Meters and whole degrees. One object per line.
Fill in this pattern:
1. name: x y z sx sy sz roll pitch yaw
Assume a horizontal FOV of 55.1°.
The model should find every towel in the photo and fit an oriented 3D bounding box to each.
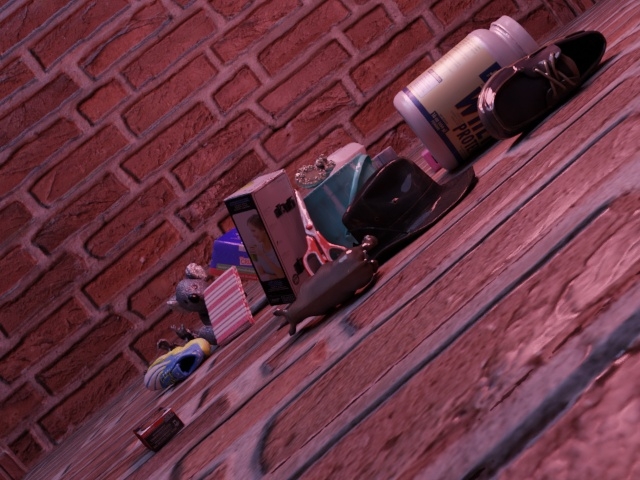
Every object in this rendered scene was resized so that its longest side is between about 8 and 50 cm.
1. towel: -0.270 0.192 1.789 0.144 0.197 0.029 -38 -33 24

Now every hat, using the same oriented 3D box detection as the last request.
1. hat: 0.139 -0.076 1.212 0.331 0.134 0.331 -39 3 2

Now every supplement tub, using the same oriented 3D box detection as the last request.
1. supplement tub: 0.366 -0.352 1.479 0.324 0.235 0.235 -39 4 12

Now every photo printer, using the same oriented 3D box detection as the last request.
1. photo printer: 0.089 -0.180 2.089 0.107 0.256 0.307 -4 19 20

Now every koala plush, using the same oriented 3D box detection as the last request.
1. koala plush: -0.365 0.194 1.950 0.196 0.221 0.203 -64 -1 3

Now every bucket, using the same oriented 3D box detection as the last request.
1. bucket: 0.071 -0.088 1.615 0.281 0.183 0.281 -39 4 3

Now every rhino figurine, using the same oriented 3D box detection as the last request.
1. rhino figurine: 0.003 0.089 1.052 0.243 0.073 0.106 -39 0 26

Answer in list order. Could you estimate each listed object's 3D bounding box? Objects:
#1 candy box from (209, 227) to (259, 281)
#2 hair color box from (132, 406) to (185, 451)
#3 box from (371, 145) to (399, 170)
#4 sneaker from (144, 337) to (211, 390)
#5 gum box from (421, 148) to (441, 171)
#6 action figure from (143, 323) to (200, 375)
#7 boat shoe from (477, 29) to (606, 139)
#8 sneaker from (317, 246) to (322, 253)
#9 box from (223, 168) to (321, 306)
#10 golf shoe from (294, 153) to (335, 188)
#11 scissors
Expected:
1. candy box: -0.195 0.048 2.020 0.317 0.268 0.122 -62 -20 -82
2. hair color box: -0.306 0.353 1.153 0.072 0.043 0.141 -40 4 -27
3. box: 0.214 -0.195 1.790 0.038 0.145 0.186 -38 4 -4
4. sneaker: -0.436 0.376 1.803 0.240 0.091 0.126 -38 4 8
5. gum box: 0.360 -0.265 1.815 0.107 0.062 0.188 -39 4 14
6. action figure: -0.464 0.350 2.029 0.164 0.141 0.276 -51 -1 31
7. boat shoe: 0.449 -0.333 1.233 0.355 0.132 0.130 -43 5 -27
8. sneaker: 0.000 0.000 2.102 0.063 0.075 0.170 -41 4 -26
9. box: -0.104 -0.008 1.494 0.087 0.290 0.169 -11 20 32
10. golf shoe: -0.020 -0.161 1.627 0.176 0.069 0.086 -38 -19 -53
11. scissors: -0.029 -0.013 1.419 0.109 0.297 0.021 -32 -38 -9
